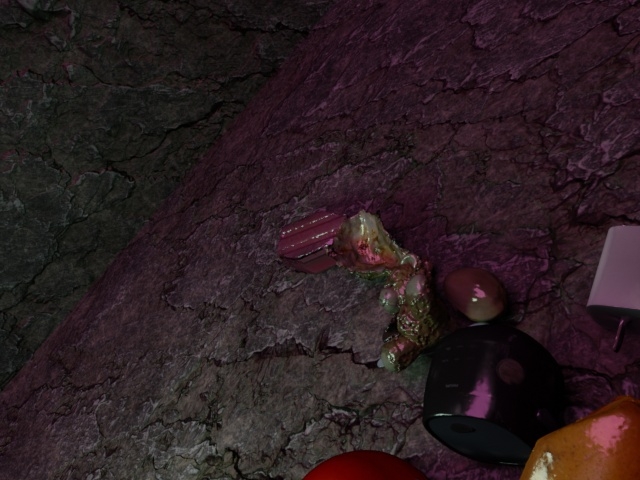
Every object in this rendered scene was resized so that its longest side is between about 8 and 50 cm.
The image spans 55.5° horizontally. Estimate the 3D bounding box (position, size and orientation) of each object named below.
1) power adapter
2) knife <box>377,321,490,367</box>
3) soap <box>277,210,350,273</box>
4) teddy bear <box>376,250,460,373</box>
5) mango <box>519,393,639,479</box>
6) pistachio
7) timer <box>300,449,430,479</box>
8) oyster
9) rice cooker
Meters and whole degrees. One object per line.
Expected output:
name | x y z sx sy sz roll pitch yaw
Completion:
power adapter | 0.629 0.104 1.175 0.187 0.124 0.255 3 60 48
knife | 0.274 0.251 1.480 0.331 0.044 0.080 -19 46 38
soap | 0.000 0.000 1.908 0.289 0.112 0.182 -23 45 30
teddy bear | 0.222 0.154 1.477 0.256 0.156 0.267 -113 34 -54
mango | 0.458 0.407 1.036 0.350 0.201 0.199 -52 12 9
pistachio | 0.363 0.125 1.428 0.124 0.124 0.185 -57 29 -11
timer | 0.080 0.598 1.169 0.378 0.279 0.378 -29 40 28
oyster | 0.172 0.027 1.691 0.337 0.133 0.197 24 90 45
rice cooker | 0.340 0.300 1.195 0.267 0.267 0.224 -10 43 40
